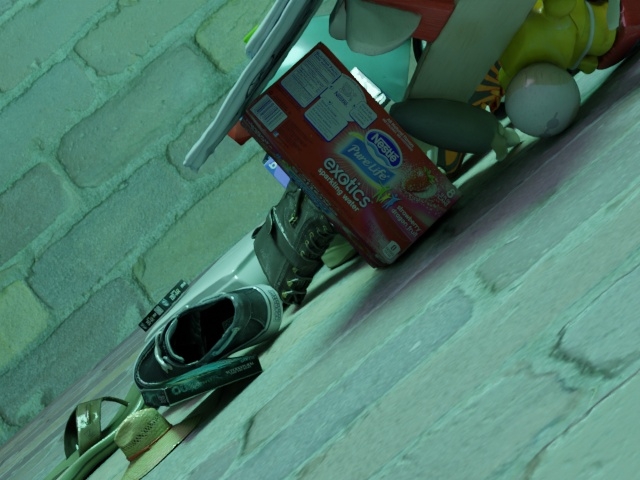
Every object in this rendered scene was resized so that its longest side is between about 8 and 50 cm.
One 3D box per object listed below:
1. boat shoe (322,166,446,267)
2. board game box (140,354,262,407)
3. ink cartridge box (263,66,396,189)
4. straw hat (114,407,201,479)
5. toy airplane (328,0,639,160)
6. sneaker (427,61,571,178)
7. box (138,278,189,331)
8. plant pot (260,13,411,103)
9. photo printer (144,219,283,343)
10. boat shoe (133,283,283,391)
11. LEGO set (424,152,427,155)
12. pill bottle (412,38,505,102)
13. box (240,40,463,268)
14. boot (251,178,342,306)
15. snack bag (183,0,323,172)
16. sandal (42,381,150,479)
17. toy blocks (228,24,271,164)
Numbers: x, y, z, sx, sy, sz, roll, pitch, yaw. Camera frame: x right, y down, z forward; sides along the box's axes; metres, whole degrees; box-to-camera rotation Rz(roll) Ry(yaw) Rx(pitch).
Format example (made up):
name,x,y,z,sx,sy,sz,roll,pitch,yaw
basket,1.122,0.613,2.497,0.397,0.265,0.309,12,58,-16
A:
name,x,y,z,sx,sy,sz,roll,pitch,yaw
boat shoe,0.063,-0.051,1.869,0.109,0.098,0.302,-44,7,-32
board game box,-0.157,0.181,1.708,0.126,0.026,0.186,-19,-1,-18
ink cartridge box,0.019,-0.154,2.001,0.207,0.097,0.046,-47,-36,6
straw hat,-0.225,0.248,1.688,0.144,0.061,0.144,-40,6,5
toy airplane,0.204,-0.241,1.540,0.384,0.272,0.386,-26,-23,16
sneaker,0.255,-0.227,1.851,0.124,0.180,0.321,66,-142,-77
box,-0.246,0.102,2.085,0.067,0.018,0.083,-49,4,-41
plant pot,0.024,-0.239,2.180,0.293,0.235,0.293,6,-90,-87
photo printer,-0.117,0.067,2.109,0.256,0.107,0.307,-37,7,36
boat shoe,-0.185,0.147,1.864,0.301,0.108,0.102,-29,-18,39
LEGO set,0.093,-0.135,1.921,0.287,0.132,0.107,0,-22,-40
pill bottle,0.257,-0.327,2.128,0.210,0.210,0.363,-41,6,3
box,0.034,-0.100,1.618,0.128,0.257,0.122,-43,2,-7
boot,0.000,0.000,1.823,0.091,0.263,0.229,2,-53,-32
snack bag,-0.035,-0.269,1.581,0.342,0.037,0.323,-54,4,32
sandal,-0.362,0.301,2.042,0.303,0.086,0.120,-45,7,-33
toy blocks,-0.013,-0.204,2.467,0.191,0.381,0.261,-35,24,42
